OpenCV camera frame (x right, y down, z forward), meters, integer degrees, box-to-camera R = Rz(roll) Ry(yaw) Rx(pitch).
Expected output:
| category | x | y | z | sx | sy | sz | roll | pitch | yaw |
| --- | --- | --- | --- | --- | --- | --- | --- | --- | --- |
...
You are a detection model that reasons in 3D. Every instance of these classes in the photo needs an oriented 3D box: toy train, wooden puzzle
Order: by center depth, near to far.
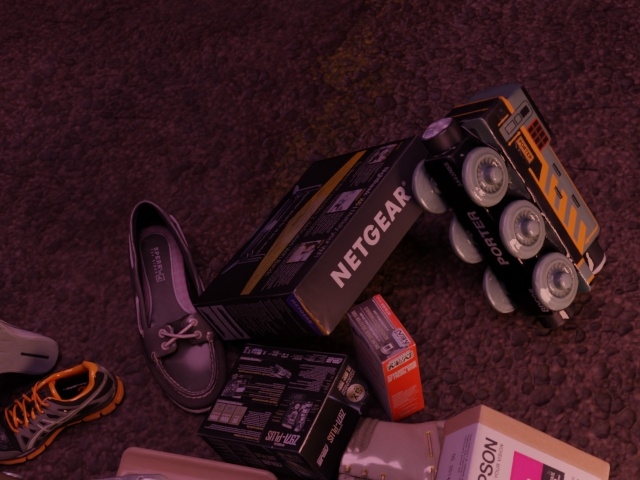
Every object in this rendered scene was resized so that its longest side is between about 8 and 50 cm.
| category | x | y | z | sx | sy | sz | roll | pitch | yaw |
| --- | --- | --- | --- | --- | --- | --- | --- | --- | --- |
| wooden puzzle | -0.181 | 0.394 | 1.607 | 0.221 | 0.044 | 0.238 | 7 | 62 | 15 |
| toy train | 0.261 | -0.047 | 1.676 | 0.190 | 0.334 | 0.142 | -47 | 21 | -29 |

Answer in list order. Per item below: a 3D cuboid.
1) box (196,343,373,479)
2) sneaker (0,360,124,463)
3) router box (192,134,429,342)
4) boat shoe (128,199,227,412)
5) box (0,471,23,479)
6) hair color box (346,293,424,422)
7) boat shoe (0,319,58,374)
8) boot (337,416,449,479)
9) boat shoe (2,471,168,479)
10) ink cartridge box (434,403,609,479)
| category | x | y | z | sx | sy | sz | roll | pitch | yaw |
| --- | --- | --- | --- | --- | --- | --- | --- | --- | --- |
| box | -0.045 | 0.220 | 1.638 | 0.180 | 0.077 | 0.147 | 2 | 52 | 40 |
| sneaker | -0.379 | 0.228 | 1.730 | 0.215 | 0.083 | 0.084 | -30 | 57 | -9 |
| router box | 0.000 | 0.000 | 1.720 | 0.243 | 0.081 | 0.309 | -9 | 35 | 53 |
| boat shoe | -0.215 | 0.087 | 1.787 | 0.112 | 0.095 | 0.335 | -19 | 54 | -3 |
| box | -0.436 | 0.324 | 1.493 | 0.311 | 0.148 | 0.121 | 14 | 81 | 27 |
| hair color box | 0.086 | 0.156 | 1.639 | 0.053 | 0.167 | 0.093 | -29 | 56 | -10 |
| boat shoe | -0.459 | 0.145 | 1.731 | 0.076 | 0.226 | 0.083 | 11 | 79 | 31 |
| boot | 0.103 | 0.316 | 1.583 | 0.165 | 0.077 | 0.213 | 2 | 51 | 11 |
| boat shoe | -0.333 | 0.344 | 1.596 | 0.320 | 0.118 | 0.103 | -7 | 48 | 30 |
| ink cartridge box | 0.225 | 0.339 | 1.484 | 0.193 | 0.088 | 0.234 | 26 | 58 | -16 |
